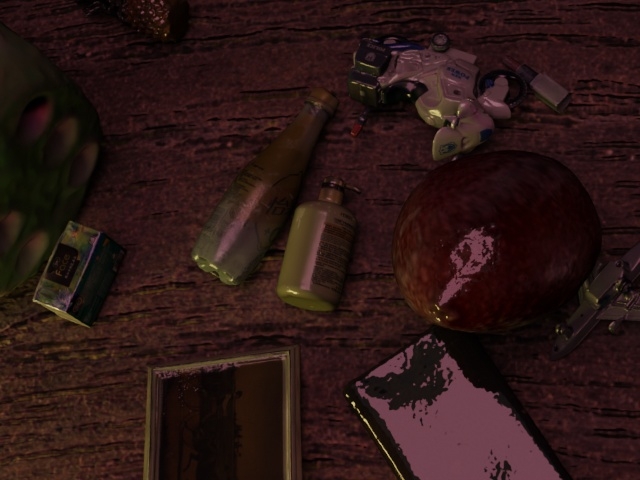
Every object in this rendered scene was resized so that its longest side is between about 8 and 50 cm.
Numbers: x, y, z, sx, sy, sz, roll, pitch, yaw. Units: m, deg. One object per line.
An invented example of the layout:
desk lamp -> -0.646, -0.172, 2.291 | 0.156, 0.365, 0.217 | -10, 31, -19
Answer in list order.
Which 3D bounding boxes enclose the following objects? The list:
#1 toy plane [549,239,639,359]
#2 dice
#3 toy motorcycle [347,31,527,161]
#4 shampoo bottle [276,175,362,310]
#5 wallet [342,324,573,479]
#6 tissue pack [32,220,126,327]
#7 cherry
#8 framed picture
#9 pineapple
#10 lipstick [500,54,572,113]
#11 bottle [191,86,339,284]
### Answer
toy plane -> 0.340, 0.050, 1.844 | 0.226, 0.058, 0.226 | -44, 53, -3
dice -> -0.480, -0.119, 1.952 | 0.330, 0.322, 0.318 | 31, 82, 19
toy motorcycle -> 0.130, -0.177, 1.948 | 0.221, 0.102, 0.150 | 20, 63, 18
shampoo bottle -> 0.000, 0.000, 1.928 | 0.079, 0.079, 0.162 | 8, 75, 16
wallet -> 0.175, 0.255, 1.827 | 0.170, 0.044, 0.321 | -34, 71, 3
tissue pack -> -0.307, 0.039, 1.987 | 0.079, 0.085, 0.111 | 19, 79, 19
cherry -> 0.189, 0.006, 1.786 | 0.230, 0.300, 0.203 | -4, 109, 28
framed picture -> -0.117, 0.241, 1.881 | 0.197, 0.014, 0.252 | -9, 56, 10
pineapple -> -0.252, -0.307, 2.094 | 0.159, 0.074, 0.074 | 19, 78, 22
lipstick -> 0.261, -0.197, 1.959 | 0.025, 0.025, 0.107 | -46, 62, -4
bottle -> -0.059, -0.071, 1.966 | 0.083, 0.083, 0.270 | 29, 78, 20
